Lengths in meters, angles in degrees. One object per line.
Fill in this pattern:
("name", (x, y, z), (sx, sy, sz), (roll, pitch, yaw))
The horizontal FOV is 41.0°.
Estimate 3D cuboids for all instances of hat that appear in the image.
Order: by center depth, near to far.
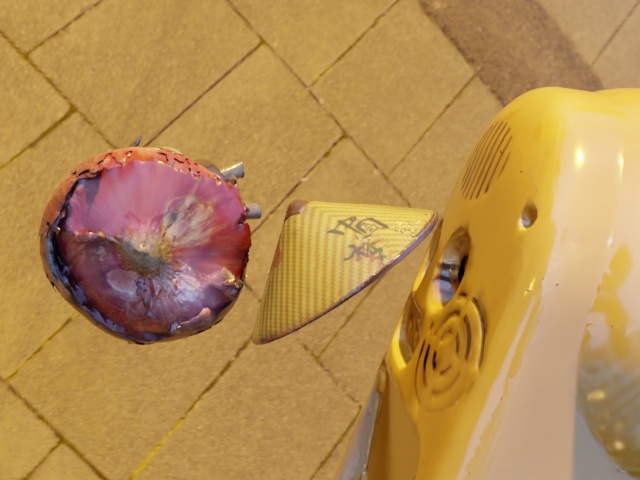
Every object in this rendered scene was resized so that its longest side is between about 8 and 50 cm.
("hat", (0.000, 0.000, 0.727), (0.193, 0.193, 0.082), (-38, 98, -32))

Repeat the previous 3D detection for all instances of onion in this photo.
("onion", (-0.148, -0.004, 0.754), (0.184, 0.184, 0.147), (31, 19, -18))

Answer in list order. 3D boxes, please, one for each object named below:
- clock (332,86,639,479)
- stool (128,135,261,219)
("clock", (0.129, 0.075, 0.453), (0.200, 0.244, 0.317), (12, 100, -8))
("stool", (-0.173, -0.061, 1.131), (0.121, 0.125, 0.217), (-20, 50, -37))
